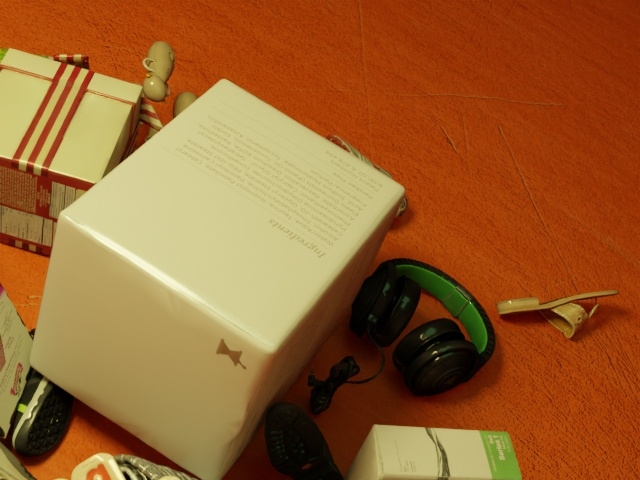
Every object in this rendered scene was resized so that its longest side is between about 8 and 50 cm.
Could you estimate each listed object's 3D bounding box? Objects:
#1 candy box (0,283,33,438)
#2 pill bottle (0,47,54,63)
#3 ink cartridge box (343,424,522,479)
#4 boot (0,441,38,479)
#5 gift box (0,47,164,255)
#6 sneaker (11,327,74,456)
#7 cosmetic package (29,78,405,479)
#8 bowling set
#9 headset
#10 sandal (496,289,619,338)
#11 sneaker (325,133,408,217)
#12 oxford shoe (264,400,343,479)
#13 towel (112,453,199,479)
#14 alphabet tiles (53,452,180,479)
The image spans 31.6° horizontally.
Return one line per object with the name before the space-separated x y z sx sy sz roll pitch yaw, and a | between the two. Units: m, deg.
candy box | -0.468 0.135 1.506 0.071 0.233 0.159 -2 47 14
pill bottle | -0.590 -0.271 1.967 0.246 0.136 0.136 7 46 -16
ink cartridge box | 0.159 0.354 1.667 0.220 0.160 0.092 7 45 -17
boot | -0.440 0.409 1.384 0.377 0.138 0.284 42 51 7
gift box | -0.412 -0.131 1.838 0.276 0.255 0.258 18 51 -7
sneaker | -0.412 0.214 1.642 0.097 0.084 0.234 -3 44 15
cosmetic package | -0.142 0.049 1.592 0.327 0.329 0.393 32 44 8
bowling set | -0.300 -0.188 2.014 0.200 0.287 0.154 -21 36 16
headset | 0.131 0.169 1.882 0.243 0.185 0.394 45 33 16
sandal | 0.437 0.141 2.067 0.240 0.088 0.079 -4 81 -17
sneaker | 0.077 -0.115 2.152 0.225 0.088 0.093 49 29 24
oxford shoe | -0.038 0.286 1.630 0.083 0.227 0.096 -24 51 -2
towel | -0.157 0.403 1.420 0.121 0.235 0.283 -42 67 -3
alphabet tiles | -0.253 0.400 1.296 0.284 0.021 0.278 -32 69 -6
